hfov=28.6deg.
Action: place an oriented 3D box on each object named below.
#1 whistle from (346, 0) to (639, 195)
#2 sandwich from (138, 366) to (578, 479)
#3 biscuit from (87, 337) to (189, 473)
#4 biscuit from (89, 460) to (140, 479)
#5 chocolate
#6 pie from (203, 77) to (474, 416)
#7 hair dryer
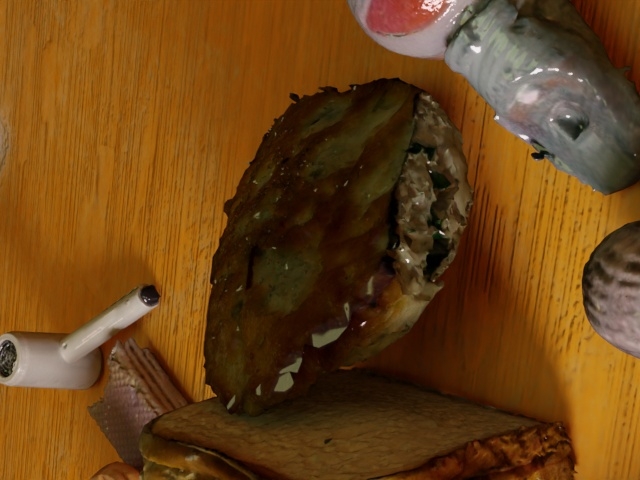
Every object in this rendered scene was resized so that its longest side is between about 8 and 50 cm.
[{"bbox_3d":[0.133,-0.179,0.994,0.348,0.189,0.189,56,132,18],"label":"whistle"},{"bbox_3d":[0.020,0.190,1.052,0.301,0.271,0.099,8,107,50],"label":"sandwich"},{"bbox_3d":[-0.186,0.227,1.461,0.239,0.062,0.108,46,123,37],"label":"biscuit"},{"bbox_3d":[-0.158,0.421,1.401,0.376,0.051,0.269,63,148,8],"label":"biscuit"},{"bbox_3d":[0.282,0.038,0.862,0.248,0.110,0.110,-2,91,52],"label":"chocolate"},{"bbox_3d":[0.000,0.000,1.123,0.288,0.103,0.355,-28,40,42],"label":"pie"},{"bbox_3d":[-0.285,0.117,1.542,0.236,0.131,0.073,-29,66,32],"label":"hair dryer"}]
